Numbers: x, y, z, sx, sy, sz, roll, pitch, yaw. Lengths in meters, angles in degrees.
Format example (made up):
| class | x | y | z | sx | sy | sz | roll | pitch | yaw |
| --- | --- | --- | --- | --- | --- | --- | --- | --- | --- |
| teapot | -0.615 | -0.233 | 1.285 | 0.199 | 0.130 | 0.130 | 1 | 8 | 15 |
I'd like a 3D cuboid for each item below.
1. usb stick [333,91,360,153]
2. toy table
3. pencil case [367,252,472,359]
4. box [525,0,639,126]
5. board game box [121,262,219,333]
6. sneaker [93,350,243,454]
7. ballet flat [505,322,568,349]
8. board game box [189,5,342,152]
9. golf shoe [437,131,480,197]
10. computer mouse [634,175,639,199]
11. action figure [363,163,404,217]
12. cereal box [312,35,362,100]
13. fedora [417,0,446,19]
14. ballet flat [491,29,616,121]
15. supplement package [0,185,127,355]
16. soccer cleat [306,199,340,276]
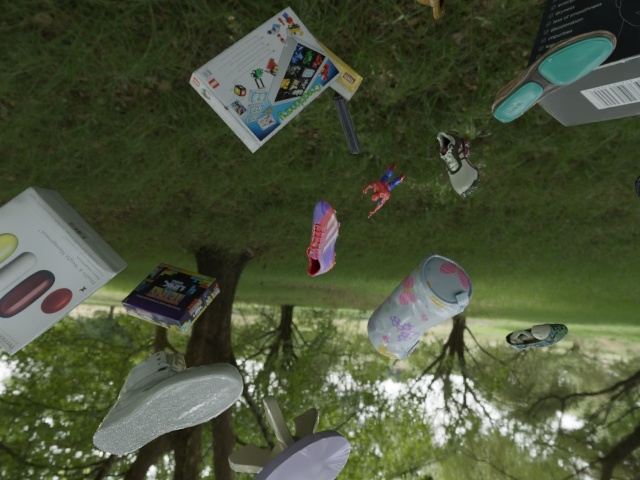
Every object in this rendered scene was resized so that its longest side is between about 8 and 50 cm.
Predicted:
| class | x | y | z | sx | sy | sz | roll | pitch | yaw |
| --- | --- | --- | --- | --- | --- | --- | --- | --- | --- |
| usb stick | 0.113 | -0.488 | 1.731 | 0.045 | 0.077 | 0.278 | -4 | 135 | 23 |
| toy table | -0.082 | 0.522 | 1.012 | 0.274 | 0.252 | 0.161 | -6 | -161 | -34 |
| pencil case | 0.197 | 0.146 | 0.867 | 0.114 | 0.124 | 0.273 | 3 | 142 | -21 |
| box | 0.925 | -0.636 | 1.192 | 0.297 | 0.471 | 0.480 | 20 | 174 | -29 |
| board game box | -0.349 | 0.130 | 0.974 | 0.170 | 0.141 | 0.048 | 12 | 132 | 21 |
| sneaker | -0.264 | 0.252 | 0.755 | 0.293 | 0.169 | 0.108 | -26 | 117 | 13 |
| ballet flat | 0.631 | 0.282 | 1.230 | 0.070 | 0.070 | 0.188 | 10 | 148 | -26 |
| board game box | -0.109 | -0.363 | 0.923 | 0.193 | 0.305 | 0.053 | 48 | 153 | -13 |
| golf shoe | 0.466 | -0.265 | 1.444 | 0.120 | 0.272 | 0.105 | 22 | 136 | -27 |
| computer mouse | 0.840 | -0.206 | 1.044 | 0.071 | 0.242 | 0.041 | 9 | -174 | 32 |
| action figure | 0.226 | -0.191 | 1.594 | 0.139 | 0.091 | 0.280 | -42 | -178 | 34 |
| cereal box | 0.030 | -0.469 | 1.150 | 0.173 | 0.047 | 0.240 | 37 | -169 | -8 |
| fedora | 0.315 | -0.731 | 1.175 | 0.079 | 0.194 | 0.194 | 14 | 172 | 19 |
| ballet flat | 0.561 | -0.423 | 1.034 | 0.108 | 0.106 | 0.316 | 33 | 149 | -17 |
| supplement package | -0.498 | 0.046 | 0.727 | 0.194 | 0.203 | 0.149 | 51 | 169 | -13 |
| soccer cleat | 0.000 | 0.000 | 1.235 | 0.083 | 0.248 | 0.095 | 30 | -134 | 34 |
